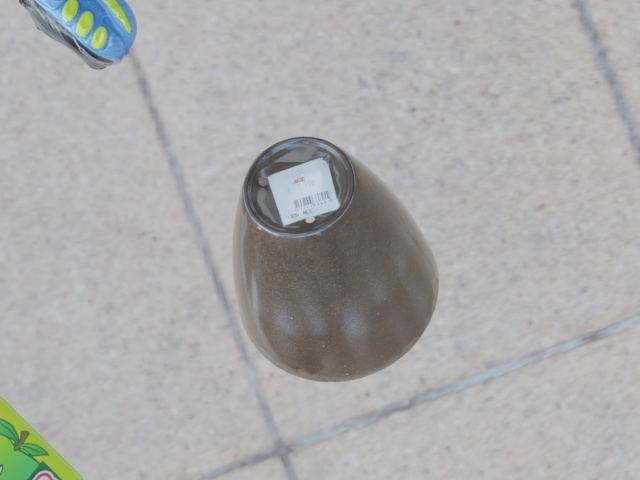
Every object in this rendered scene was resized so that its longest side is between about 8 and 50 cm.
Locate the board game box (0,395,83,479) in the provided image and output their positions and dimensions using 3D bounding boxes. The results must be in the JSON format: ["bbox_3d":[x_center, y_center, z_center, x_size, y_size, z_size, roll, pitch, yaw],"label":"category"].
[{"bbox_3d":[-0.192,0.056,0.648,0.092,0.043,0.181,6,142,49],"label":"board game box"}]

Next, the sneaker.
[{"bbox_3d":[-0.219,-0.202,1.155,0.188,0.067,0.078,47,153,1],"label":"sneaker"}]

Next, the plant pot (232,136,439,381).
[{"bbox_3d":[0.000,0.000,1.498,0.215,0.230,0.215,-4,64,8],"label":"plant pot"}]
